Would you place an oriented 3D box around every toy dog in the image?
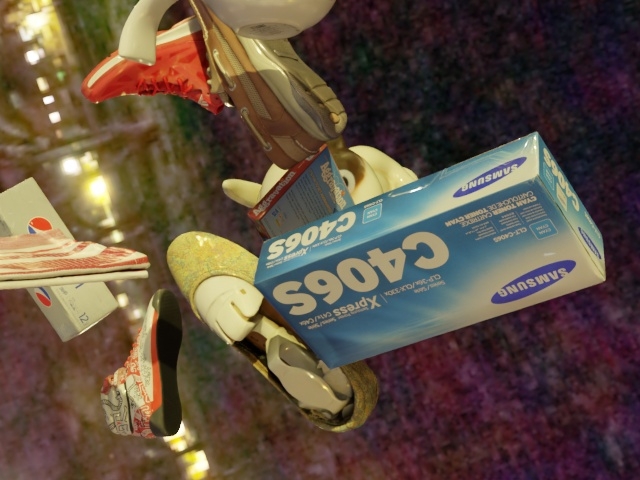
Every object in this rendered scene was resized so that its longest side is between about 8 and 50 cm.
[{"bbox_3d":[0.012,-0.072,1.883,0.395,0.284,0.408,29,178,4],"label":"toy dog"}]

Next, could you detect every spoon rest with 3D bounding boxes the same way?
[{"bbox_3d":[-0.109,-0.258,1.155,0.276,0.137,0.084,-5,84,35],"label":"spoon rest"}]

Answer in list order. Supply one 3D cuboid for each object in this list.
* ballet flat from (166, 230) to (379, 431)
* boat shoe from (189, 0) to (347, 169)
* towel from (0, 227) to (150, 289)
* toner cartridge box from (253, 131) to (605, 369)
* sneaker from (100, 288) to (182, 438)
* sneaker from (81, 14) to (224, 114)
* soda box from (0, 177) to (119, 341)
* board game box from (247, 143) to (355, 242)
[{"bbox_3d":[-0.067,0.122,1.367,0.348,0.123,0.123,42,169,-4],"label":"ballet flat"},{"bbox_3d":[-0.099,-0.225,1.341,0.123,0.116,0.324,8,-137,-55],"label":"boat shoe"},{"bbox_3d":[-0.411,0.023,1.456,0.329,0.237,0.037,10,102,53],"label":"towel"},{"bbox_3d":[0.114,0.022,1.153,0.165,0.348,0.075,49,-147,-32],"label":"toner cartridge box"},{"bbox_3d":[-0.333,0.226,1.924,0.090,0.145,0.270,13,-107,-64],"label":"sneaker"},{"bbox_3d":[-0.200,-0.213,1.414,0.128,0.221,0.087,59,170,0],"label":"sneaker"},{"bbox_3d":[-0.495,0.036,1.907,0.286,0.098,0.091,56,141,-4],"label":"soda box"},{"bbox_3d":[0.000,0.000,1.497,0.027,0.145,0.281,29,159,37],"label":"board game box"}]
